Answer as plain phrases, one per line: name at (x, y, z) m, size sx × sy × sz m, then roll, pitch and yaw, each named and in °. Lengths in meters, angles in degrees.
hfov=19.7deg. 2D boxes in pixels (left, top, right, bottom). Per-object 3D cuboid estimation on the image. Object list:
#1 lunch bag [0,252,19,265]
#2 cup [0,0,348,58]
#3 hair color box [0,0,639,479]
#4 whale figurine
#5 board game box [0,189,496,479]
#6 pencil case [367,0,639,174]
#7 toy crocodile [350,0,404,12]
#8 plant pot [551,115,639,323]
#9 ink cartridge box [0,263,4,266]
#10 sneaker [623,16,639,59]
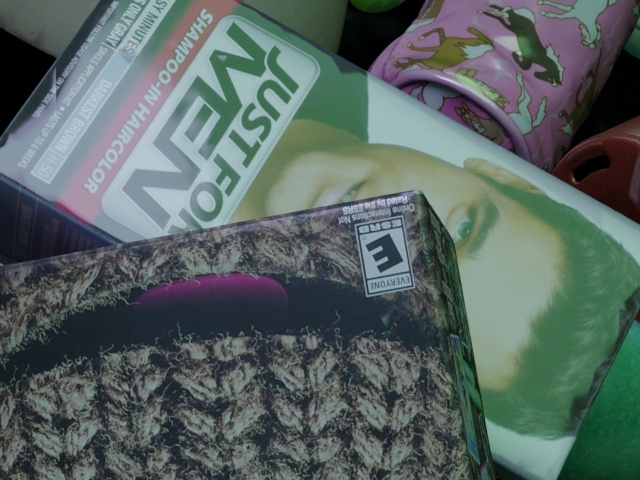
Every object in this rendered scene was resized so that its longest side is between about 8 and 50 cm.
lunch bag at (-0.134, -0.018, 1.249) m, size 0.176 × 0.090 × 0.219 m, roll 25°, pitch 37°, yaw 0°
cup at (-0.104, -0.278, 1.375) m, size 0.331 × 0.237 × 0.331 m, roll 20°, pitch 23°, yaw -9°
hair color box at (0.000, 0.000, 1.119) m, size 0.374 × 0.113 × 0.185 m, roll 30°, pitch 64°, yaw 2°
whale figurine at (0.146, 0.066, 1.280) m, size 0.216 × 0.141 × 0.272 m, roll 3°, pitch 47°, yaw -29°
board game box at (-0.030, 0.146, 0.905) m, size 0.232 × 0.141 × 0.291 m, roll -11°, pitch 79°, yaw 8°
pencil case at (0.164, -0.184, 1.497) m, size 0.167 × 0.160 × 0.386 m, roll 12°, pitch 50°, yaw 22°
toy crocodile at (0.110, -0.267, 1.662) m, size 0.340 × 0.105 × 0.115 m, roll 7°, pitch 43°, yaw -26°
plant pot at (0.328, -0.013, 1.406) m, size 0.265 × 0.272 × 0.272 m, roll -17°, pitch 57°, yaw -34°
ink cartridge box at (-0.222, 0.098, 1.025) m, size 0.078 × 0.134 × 0.231 m, roll 34°, pitch 38°, yaw 8°
sneaker at (0.317, -0.343, 1.791) m, size 0.127 × 0.208 × 0.319 m, roll -4°, pitch 48°, yaw -33°
